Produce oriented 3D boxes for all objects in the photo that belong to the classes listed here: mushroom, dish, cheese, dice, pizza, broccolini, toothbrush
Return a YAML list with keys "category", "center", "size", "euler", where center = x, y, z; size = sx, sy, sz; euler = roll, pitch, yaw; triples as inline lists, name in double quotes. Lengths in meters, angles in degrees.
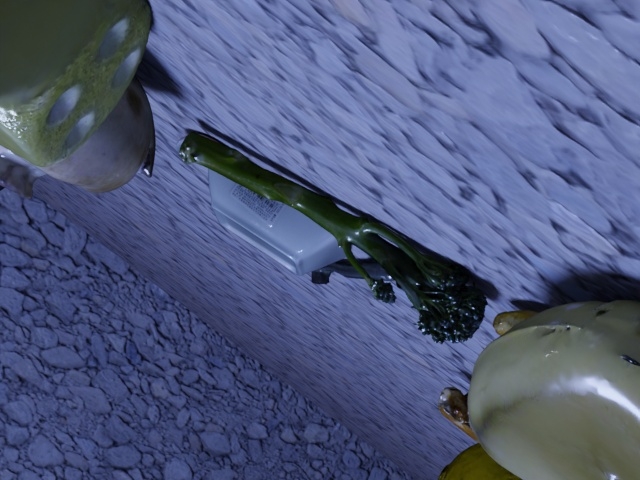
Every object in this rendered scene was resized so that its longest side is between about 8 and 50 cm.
- category: "mushroom"
  center: [-0.282, -0.135, 1.323]
  size: [0.255, 0.184, 0.255]
  euler: [35, 177, 2]
- category: "dish"
  center: [-0.078, -0.036, 1.498]
  size: [0.234, 0.064, 0.154]
  euler: [34, 170, 10]
- category: "cheese"
  center: [0.254, 0.153, 1.066]
  size: [0.259, 0.128, 0.316]
  euler: [29, 154, 6]
- category: "dice"
  center: [-0.263, -0.180, 1.126]
  size: [0.169, 0.169, 0.166]
  euler: [34, 169, 6]
- category: "pizza"
  center: [0.259, 0.256, 1.773]
  size: [0.194, 0.069, 0.154]
  euler: [17, 161, 39]
- category: "broccolini"
  center: [-0.001, -0.003, 1.343]
  size: [0.392, 0.074, 0.079]
  euler: [27, 130, 22]
- category: "toothbrush"
  center: [0.041, 0.040, 1.573]
  size: [0.030, 0.031, 0.297]
  euler: [10, 175, -17]
- category: "pizza"
  center: [0.232, 0.100, 1.222]
  size: [0.099, 0.036, 0.160]
  euler: [40, 169, -27]

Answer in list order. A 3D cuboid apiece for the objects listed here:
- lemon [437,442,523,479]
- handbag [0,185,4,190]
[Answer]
- category: "lemon"
  center: [0.291, 0.437, 1.998]
  size: [0.253, 0.253, 0.310]
  euler: [36, 172, -10]
- category: "handbag"
  center: [-0.537, -0.148, 1.780]
  size: [0.240, 0.340, 0.247]
  euler: [53, 166, -4]
